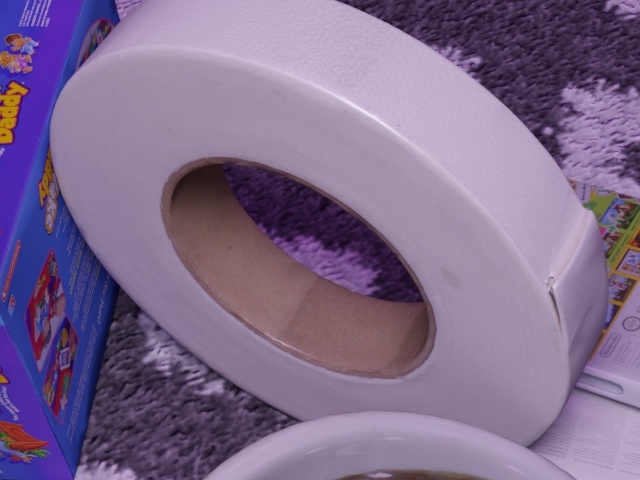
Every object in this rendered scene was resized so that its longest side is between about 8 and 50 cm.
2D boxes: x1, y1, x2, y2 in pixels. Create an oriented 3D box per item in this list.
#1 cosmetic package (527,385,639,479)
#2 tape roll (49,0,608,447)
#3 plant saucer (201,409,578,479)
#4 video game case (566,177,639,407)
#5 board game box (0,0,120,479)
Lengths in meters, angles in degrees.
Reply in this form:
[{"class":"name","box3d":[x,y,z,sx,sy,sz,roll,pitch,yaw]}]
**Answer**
[{"class":"cosmetic package","box3d":[0.255,0.164,1.028,0.239,0.060,0.099,13,49,17]},{"class":"tape roll","box3d":[0.000,0.000,0.984,0.392,0.392,0.072,20,55,22]},{"class":"plant saucer","box3d":[0.057,0.297,0.843,0.400,0.100,0.401,13,54,-18]},{"class":"video game case","box3d":[0.218,0.034,1.121,0.206,0.026,0.227,18,39,23]},{"class":"board game box","box3d":[-0.214,-0.025,1.131,0.078,0.233,0.347,1,51,8]}]
